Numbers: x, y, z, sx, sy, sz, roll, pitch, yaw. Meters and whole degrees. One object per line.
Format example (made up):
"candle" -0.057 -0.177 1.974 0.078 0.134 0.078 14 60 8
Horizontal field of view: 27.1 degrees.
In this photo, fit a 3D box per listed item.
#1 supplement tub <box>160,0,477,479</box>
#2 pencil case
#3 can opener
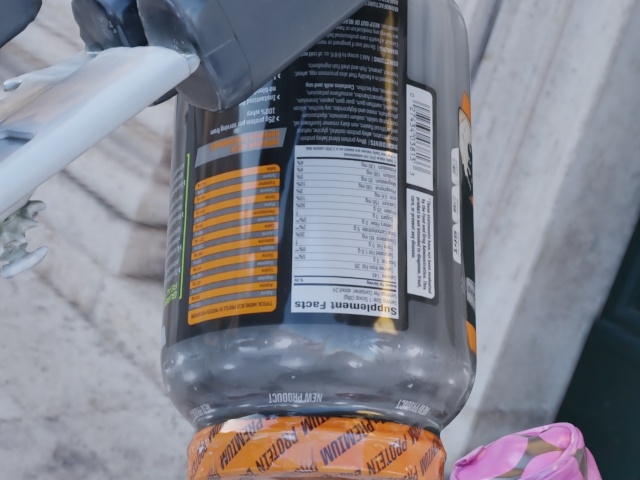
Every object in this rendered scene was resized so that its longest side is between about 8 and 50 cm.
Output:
"supplement tub" 0.000 0.000 0.499 0.117 0.190 0.117 1 -19 0
"pencil case" 0.149 0.215 0.833 0.095 0.209 0.098 -32 20 -35
"can opener" -0.043 -0.079 0.389 0.280 0.093 0.074 -37 31 -29
